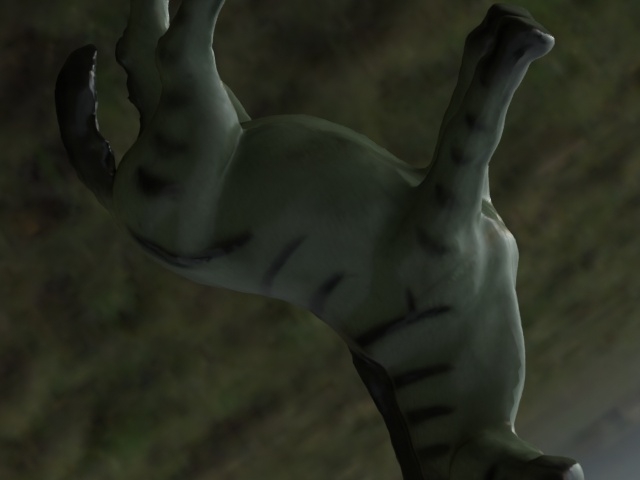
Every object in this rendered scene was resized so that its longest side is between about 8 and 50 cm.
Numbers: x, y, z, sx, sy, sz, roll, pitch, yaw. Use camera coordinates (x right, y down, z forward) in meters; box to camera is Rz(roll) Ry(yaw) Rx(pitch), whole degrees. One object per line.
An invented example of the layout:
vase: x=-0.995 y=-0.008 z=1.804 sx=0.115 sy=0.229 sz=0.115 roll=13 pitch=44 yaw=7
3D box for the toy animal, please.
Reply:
toy animal: x=0.003 y=0.000 z=0.605 sx=0.073 sy=0.216 sz=0.176 roll=-10 pitch=120 yaw=-67
